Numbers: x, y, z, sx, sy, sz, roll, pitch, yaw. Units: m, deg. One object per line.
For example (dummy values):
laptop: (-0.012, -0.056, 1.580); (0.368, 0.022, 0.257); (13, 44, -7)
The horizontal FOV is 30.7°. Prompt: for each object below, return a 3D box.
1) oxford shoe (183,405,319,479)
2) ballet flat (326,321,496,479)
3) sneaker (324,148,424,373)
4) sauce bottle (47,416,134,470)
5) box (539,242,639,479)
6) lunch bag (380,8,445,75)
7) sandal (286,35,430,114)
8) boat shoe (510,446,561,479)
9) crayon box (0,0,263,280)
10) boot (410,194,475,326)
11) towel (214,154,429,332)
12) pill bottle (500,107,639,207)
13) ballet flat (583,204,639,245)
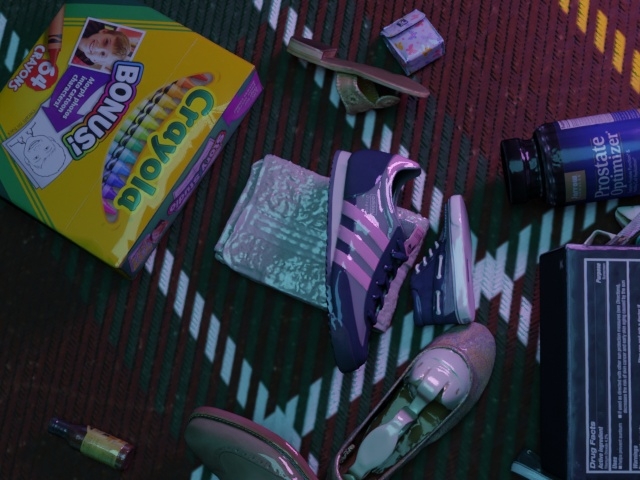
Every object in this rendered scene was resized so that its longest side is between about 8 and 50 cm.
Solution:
oxford shoe: (-0.064, 0.357, 1.548); (0.348, 0.123, 0.130); (36, 53, 16)
ballet flat: (0.129, 0.233, 1.586); (0.108, 0.106, 0.316); (38, 82, 15)
sneaker: (0.076, 0.024, 1.601); (0.131, 0.112, 0.318); (0, 76, 9)
sauce bottle: (-0.329, 0.287, 1.664); (0.128, 0.042, 0.042); (23, 79, 11)
box: (0.438, 0.155, 1.490); (0.294, 0.183, 0.296); (1, 85, -2)
lunch bag: (0.137, -0.304, 1.762); (0.071, 0.053, 0.083); (-29, 64, -3)
sandal: (0.049, -0.230, 1.754); (0.240, 0.088, 0.079); (26, 111, 20)
boat shoe: (0.326, 0.323, 1.567); (0.142, 0.049, 0.040); (25, 79, 15)
crayon box: (-0.316, -0.174, 1.755); (0.313, 0.106, 0.362); (30, 80, 14)
boot: (0.169, 0.028, 1.659); (0.086, 0.069, 0.189); (-7, 68, 19)
towel: (0.000, 0.000, 1.698); (0.282, 0.049, 0.187); (21, 79, 12)
pill bottle: (0.369, -0.112, 1.642); (0.219, 0.123, 0.122); (-9, 74, 5)
ballet flat: (0.422, 0.002, 1.636); (0.221, 0.077, 0.079); (-40, 54, -4)
